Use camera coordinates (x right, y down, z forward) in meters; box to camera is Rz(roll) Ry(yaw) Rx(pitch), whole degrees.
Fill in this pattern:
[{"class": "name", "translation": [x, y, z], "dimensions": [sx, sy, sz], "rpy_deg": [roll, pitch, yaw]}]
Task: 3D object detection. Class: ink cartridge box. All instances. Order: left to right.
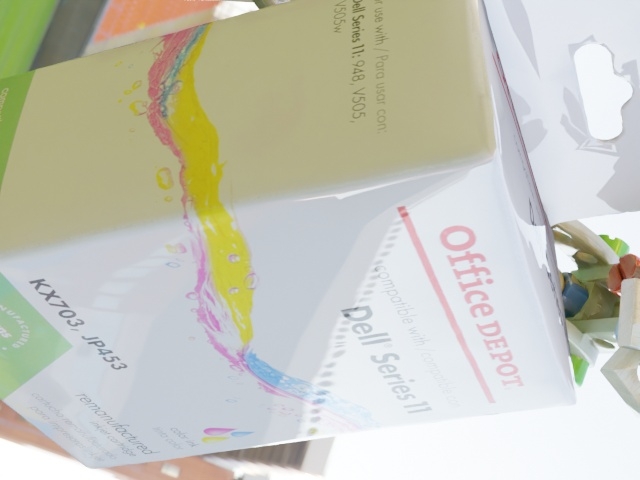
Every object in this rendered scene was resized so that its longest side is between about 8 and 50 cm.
[{"class": "ink cartridge box", "translation": [0.000, 0.000, 0.487], "dimensions": [0.353, 0.207, 0.119], "rpy_deg": [-12, -129, 17]}]

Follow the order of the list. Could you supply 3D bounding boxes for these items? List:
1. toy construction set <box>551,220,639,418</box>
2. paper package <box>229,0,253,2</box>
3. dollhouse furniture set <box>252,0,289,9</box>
[{"class": "toy construction set", "translation": [0.203, 0.031, 0.651], "dimensions": [0.151, 0.215, 0.327], "rpy_deg": [-61, -166, -2]}, {"class": "paper package", "translation": [-0.104, -0.387, 0.923], "dimensions": [0.168, 0.309, 0.325], "rpy_deg": [89, 5, -59]}, {"class": "dollhouse furniture set", "translation": [-0.039, -0.113, 0.697], "dimensions": [0.101, 0.161, 0.182], "rpy_deg": [-35, -177, 25]}]
